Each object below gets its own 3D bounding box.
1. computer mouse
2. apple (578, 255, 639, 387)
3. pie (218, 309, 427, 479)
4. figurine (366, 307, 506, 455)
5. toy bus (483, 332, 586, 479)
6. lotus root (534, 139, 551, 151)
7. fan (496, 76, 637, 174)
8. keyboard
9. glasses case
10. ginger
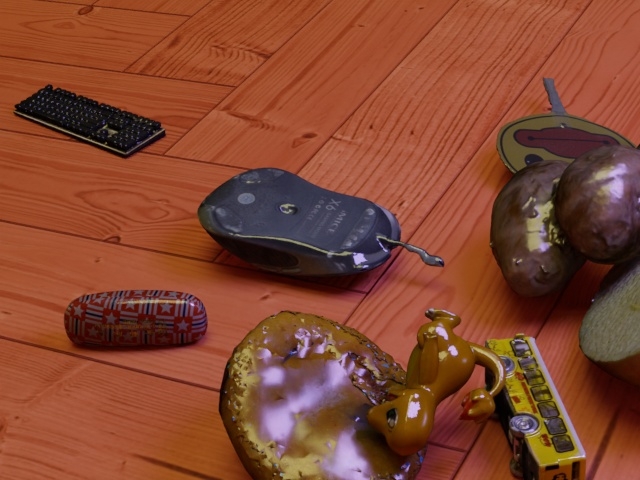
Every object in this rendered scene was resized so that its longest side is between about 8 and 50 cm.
[{"bbox_3d":[0.000,0.000,1.941,0.379,0.090,0.167,17,45,23],"label":"computer mouse"},{"bbox_3d":[0.445,0.074,1.646,0.254,0.179,0.346,8,26,10],"label":"apple"},{"bbox_3d":[0.008,0.199,1.596,0.274,0.069,0.273,10,52,-13],"label":"pie"},{"bbox_3d":[0.137,0.175,1.557,0.122,0.121,0.176,23,56,23],"label":"figurine"},{"bbox_3d":[0.240,0.202,1.580,0.074,0.081,0.226,-9,33,-4],"label":"toy bus"},{"bbox_3d":[0.328,-0.133,2.110,0.030,0.037,0.083,19,41,37],"label":"lotus root"},{"bbox_3d":[0.375,-0.156,2.103,0.230,0.011,0.335,2,39,-7],"label":"fan"},{"bbox_3d":[-0.407,-0.215,2.408,0.317,0.027,0.106,20,43,37],"label":"keyboard"},{"bbox_3d":[-0.250,0.106,1.840,0.195,0.073,0.049,-3,28,9],"label":"glasses case"},{"bbox_3d":[0.349,-0.037,1.772,0.304,0.155,0.244,-20,15,43],"label":"ginger"}]
